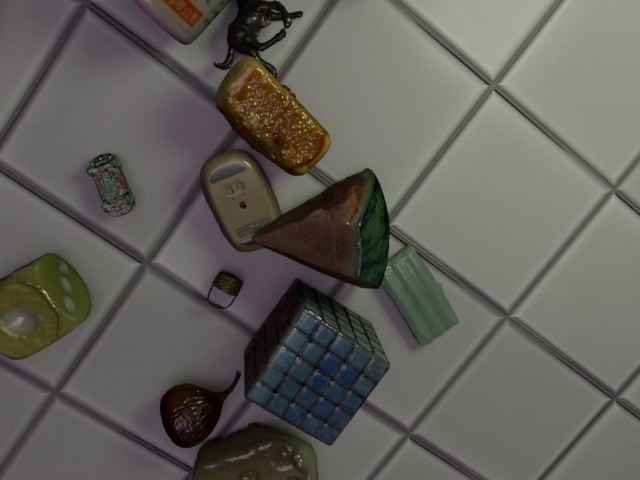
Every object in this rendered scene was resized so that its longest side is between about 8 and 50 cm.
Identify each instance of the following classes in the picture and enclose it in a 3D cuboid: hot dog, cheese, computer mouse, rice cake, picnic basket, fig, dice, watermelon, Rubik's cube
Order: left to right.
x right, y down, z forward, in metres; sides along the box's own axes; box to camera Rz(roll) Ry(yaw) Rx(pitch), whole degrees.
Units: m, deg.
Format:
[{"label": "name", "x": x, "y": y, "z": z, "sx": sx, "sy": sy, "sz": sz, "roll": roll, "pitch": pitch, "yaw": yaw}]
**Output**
[{"label": "dice", "x": -0.617, "y": 0.139, "z": 1.160, "sx": 0.169, "sy": 0.169, "sz": 0.166, "roll": -28, "pitch": 105, "yaw": 2}, {"label": "fig", "x": -0.271, "y": 0.398, "z": 1.279, "sx": 0.201, "sy": 0.134, "sz": 0.146, "roll": -21, "pitch": 114, "yaw": -8}, {"label": "picnic basket", "x": -0.223, "y": 0.117, "z": 1.238, "sx": 0.072, "sy": 0.072, "sz": 0.083, "roll": 27, "pitch": 91, "yaw": -10}, {"label": "computer mouse", "x": -0.172, "y": -0.087, "z": 1.185, "sx": 0.145, "sy": 0.082, "sz": 0.237, "roll": -24, "pitch": 114, "yaw": 0}, {"label": "cheese", "x": -0.162, "y": 0.608, "z": 1.339, "sx": 0.326, "sy": 0.115, "sz": 0.318, "roll": 32, "pitch": 99, "yaw": -12}, {"label": "hot dog", "x": -0.103, "y": -0.257, "z": 1.115, "sx": 0.150, "sy": 0.153, "sz": 0.256, "roll": -47, "pitch": 116, "yaw": 2}, {"label": "Rubik's cube", "x": -0.015, "y": 0.262, "z": 1.205, "sx": 0.236, "sy": 0.238, "sz": 0.237, "roll": 32, "pitch": 98, "yaw": -13}, {"label": "watermelon", "x": 0.035, "y": 0.025, "z": 1.148, "sx": 0.292, "sy": 0.283, "sz": 0.251, "roll": -27, "pitch": 100, "yaw": 14}, {"label": "rice cake", "x": 0.233, "y": 0.133, "z": 1.294, "sx": 0.127, "sy": 0.043, "sz": 0.237, "roll": -35, "pitch": 104, "yaw": 3}]

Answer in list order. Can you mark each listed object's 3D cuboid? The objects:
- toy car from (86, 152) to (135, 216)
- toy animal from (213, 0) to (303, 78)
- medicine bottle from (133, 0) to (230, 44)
[{"label": "toy car", "x": -0.453, "y": -0.120, "z": 1.171, "sx": 0.069, "sy": 0.055, "sz": 0.142, "roll": -21, "pitch": 90, "yaw": 0}, {"label": "toy animal", "x": -0.131, "y": -0.448, "z": 1.114, "sx": 0.148, "sy": 0.084, "sz": 0.233, "roll": 26, "pitch": 98, "yaw": 3}, {"label": "medicine bottle", "x": -0.202, "y": -0.579, "z": 0.995, "sx": 0.388, "sy": 0.219, "sz": 0.219, "roll": -45, "pitch": 103, "yaw": 7}]
